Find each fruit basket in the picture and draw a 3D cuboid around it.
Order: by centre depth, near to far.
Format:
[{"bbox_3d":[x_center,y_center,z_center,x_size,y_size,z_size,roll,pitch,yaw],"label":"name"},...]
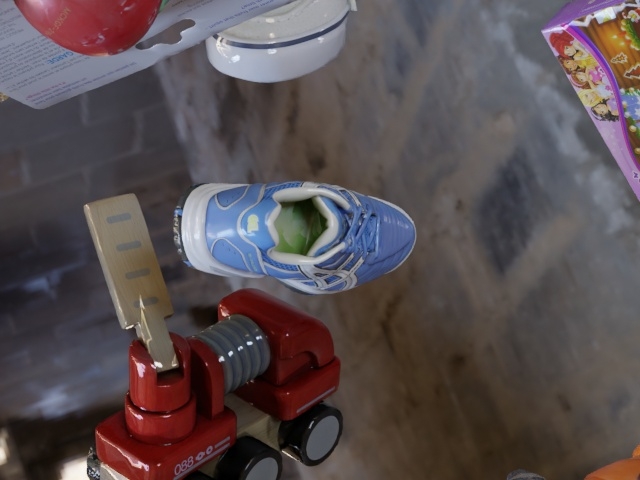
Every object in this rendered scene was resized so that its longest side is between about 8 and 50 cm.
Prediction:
[{"bbox_3d":[-0.215,-0.223,1.049,0.327,0.165,0.353,-18,156,31],"label":"fruit basket"}]

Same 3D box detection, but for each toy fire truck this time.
[{"bbox_3d":[-0.098,0.085,1.177,0.217,0.158,0.246,-28,132,-42],"label":"toy fire truck"}]

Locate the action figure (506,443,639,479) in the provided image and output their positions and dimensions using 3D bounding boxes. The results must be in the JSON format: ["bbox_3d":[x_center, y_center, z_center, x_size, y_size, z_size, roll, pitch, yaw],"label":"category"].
[{"bbox_3d":[0.072,0.203,0.654,0.330,0.178,0.341,5,120,-58],"label":"action figure"}]

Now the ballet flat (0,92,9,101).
[{"bbox_3d":[-0.353,-0.257,1.586,0.073,0.206,0.067,6,169,5],"label":"ballet flat"}]

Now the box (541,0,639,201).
[{"bbox_3d":[0.354,-0.106,1.278,0.201,0.293,0.057,-15,-155,48],"label":"box"}]

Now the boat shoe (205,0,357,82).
[{"bbox_3d":[-0.012,-0.287,1.337,0.136,0.156,0.367,11,-144,15],"label":"boat shoe"}]

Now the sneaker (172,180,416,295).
[{"bbox_3d":[0.000,0.000,0.989,0.081,0.080,0.211,0,180,43],"label":"sneaker"}]
